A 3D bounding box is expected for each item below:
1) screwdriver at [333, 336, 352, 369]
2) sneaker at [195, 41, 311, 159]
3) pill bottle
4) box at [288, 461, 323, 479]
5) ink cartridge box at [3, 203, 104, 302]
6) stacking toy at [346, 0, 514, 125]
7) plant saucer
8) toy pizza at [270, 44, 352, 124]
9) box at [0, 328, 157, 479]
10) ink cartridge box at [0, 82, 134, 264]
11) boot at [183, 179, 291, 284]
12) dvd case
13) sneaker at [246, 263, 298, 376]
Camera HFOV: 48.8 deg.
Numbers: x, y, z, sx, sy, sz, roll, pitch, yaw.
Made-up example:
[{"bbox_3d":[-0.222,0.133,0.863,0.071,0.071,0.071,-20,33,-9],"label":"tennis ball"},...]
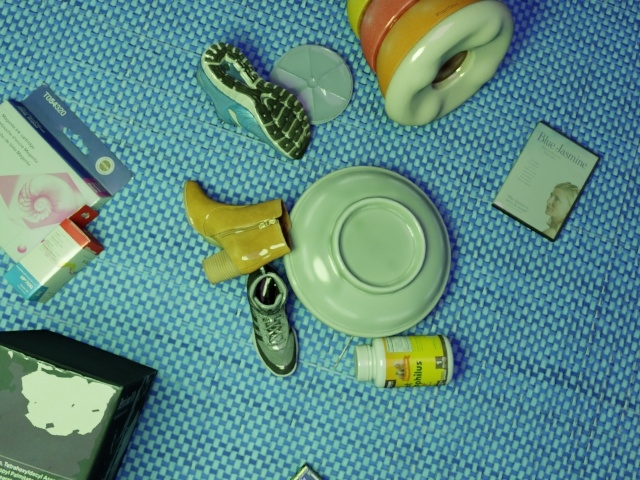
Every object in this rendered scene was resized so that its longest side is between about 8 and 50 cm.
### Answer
[{"bbox_3d":[0.075,0.231,1.663,0.025,0.024,0.169,27,88,-30],"label":"screwdriver"},{"bbox_3d":[-0.160,-0.316,1.666,0.330,0.147,0.129,45,64,-16],"label":"sneaker"},{"bbox_3d":[0.188,0.277,1.614,0.215,0.117,0.117,-2,83,-4],"label":"pill bottle"},{"bbox_3d":[-0.070,0.585,1.587,0.059,0.054,0.169,43,82,2],"label":"box"},{"bbox_3d":[-0.574,0.031,1.577,0.231,0.134,0.078,-44,87,-8],"label":"ink cartridge box"},{"bbox_3d":[0.185,-0.542,1.664,0.351,0.350,0.479,-33,69,-8],"label":"stacking toy"},{"bbox_3d":[0.120,0.015,1.579,0.401,0.100,0.400,3,79,-13],"label":"plant saucer"},{"bbox_3d":[-0.022,-0.379,1.724,0.202,0.032,0.201,0,84,-4],"label":"toy pizza"},{"bbox_3d":[-0.560,0.436,1.354,0.298,0.480,0.471,19,82,-4],"label":"box"},{"bbox_3d":[-0.665,-0.157,1.629,0.330,0.071,0.324,-45,88,-7],"label":"ink cartridge box"},{"bbox_3d":[-0.182,-0.053,1.585,0.211,0.104,0.295,-25,59,6],"label":"boot"},{"bbox_3d":[0.559,-0.147,1.744,0.180,0.022,0.253,31,81,0],"label":"dvd case"},{"bbox_3d":[-0.111,0.178,1.584,0.101,0.153,0.268,-13,84,-6],"label":"sneaker"}]
